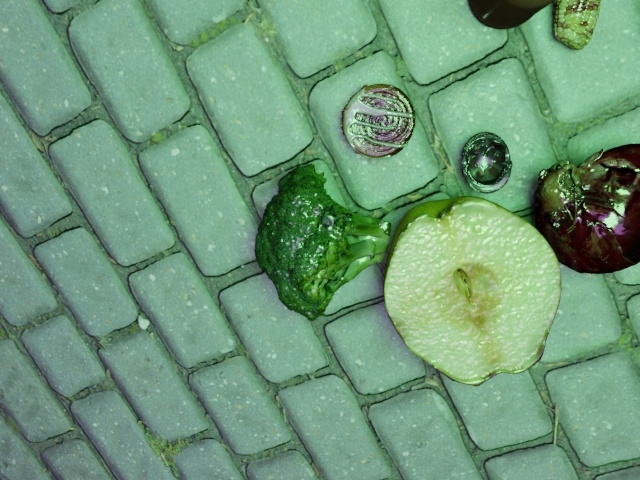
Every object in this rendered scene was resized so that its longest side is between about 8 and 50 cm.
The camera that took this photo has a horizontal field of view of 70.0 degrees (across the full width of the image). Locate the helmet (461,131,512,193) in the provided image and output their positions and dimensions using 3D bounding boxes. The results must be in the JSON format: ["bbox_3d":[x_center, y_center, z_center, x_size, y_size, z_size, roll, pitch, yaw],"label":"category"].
[{"bbox_3d":[0.341,-0.166,0.946,0.098,0.070,0.123,-8,113,20],"label":"helmet"}]

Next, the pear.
[{"bbox_3d":[0.303,0.087,0.972,0.340,0.191,0.387,-17,103,10],"label":"pear"}]

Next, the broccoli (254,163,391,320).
[{"bbox_3d":[0.000,0.000,0.979,0.283,0.304,0.321,-3,134,-13],"label":"broccoli"}]

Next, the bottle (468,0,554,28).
[{"bbox_3d":[0.323,-0.426,0.722,0.143,0.336,0.144,4,110,10],"label":"bottle"}]

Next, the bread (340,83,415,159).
[{"bbox_3d":[0.121,-0.247,0.960,0.160,0.073,0.161,3,109,10],"label":"bread"}]

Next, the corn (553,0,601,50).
[{"bbox_3d":[0.463,-0.475,0.815,0.086,0.086,0.254,2,111,10],"label":"corn"}]

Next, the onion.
[{"bbox_3d":[0.548,-0.066,0.863,0.280,0.221,0.281,-2,120,-3],"label":"onion"}]
